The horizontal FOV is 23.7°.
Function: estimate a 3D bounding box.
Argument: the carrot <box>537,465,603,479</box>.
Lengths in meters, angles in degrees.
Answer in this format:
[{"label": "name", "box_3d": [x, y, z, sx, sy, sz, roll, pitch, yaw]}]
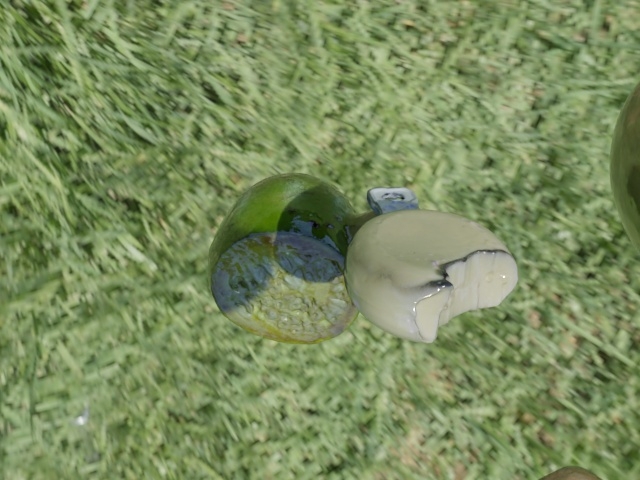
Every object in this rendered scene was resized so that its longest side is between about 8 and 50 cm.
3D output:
[{"label": "carrot", "box_3d": [0.347, 0.410, 1.807, 0.139, 0.138, 0.301, -27, 75, -8]}]

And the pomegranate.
[{"label": "pomegranate", "box_3d": [-0.013, -0.006, 1.736, 0.190, 0.159, 0.241, 34, 130, -22]}]

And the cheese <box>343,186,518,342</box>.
[{"label": "cheese", "box_3d": [0.075, 0.009, 1.444, 0.163, 0.249, 0.070, -12, 120, -28]}]

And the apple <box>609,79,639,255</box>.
[{"label": "apple", "box_3d": [0.433, -0.074, 1.484, 0.319, 0.277, 0.319, -23, 130, -30]}]
